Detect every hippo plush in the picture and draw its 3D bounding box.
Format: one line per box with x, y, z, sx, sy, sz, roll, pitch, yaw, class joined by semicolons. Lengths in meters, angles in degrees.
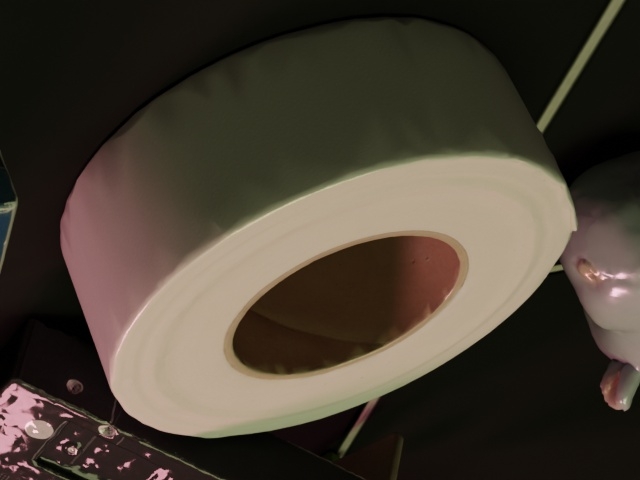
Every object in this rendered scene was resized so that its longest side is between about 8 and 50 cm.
0.289;-0.007;1.147;0.236;0.234;0.294;-4;147;31;hippo plush

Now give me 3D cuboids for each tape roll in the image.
0.000;0.000;0.984;0.286;0.100;0.286;-18;151;-11;tape roll

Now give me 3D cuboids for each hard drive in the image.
-0.100;0.204;1.130;0.339;0.064;0.237;28;129;-18;hard drive

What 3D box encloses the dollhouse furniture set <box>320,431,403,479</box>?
0.107;0.314;1.361;0.151;0.197;0.301;-31;116;30;dollhouse furniture set

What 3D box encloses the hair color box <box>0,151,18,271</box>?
-0.230;0.024;0.765;0.105;0.174;0.347;-8;148;-26;hair color box
